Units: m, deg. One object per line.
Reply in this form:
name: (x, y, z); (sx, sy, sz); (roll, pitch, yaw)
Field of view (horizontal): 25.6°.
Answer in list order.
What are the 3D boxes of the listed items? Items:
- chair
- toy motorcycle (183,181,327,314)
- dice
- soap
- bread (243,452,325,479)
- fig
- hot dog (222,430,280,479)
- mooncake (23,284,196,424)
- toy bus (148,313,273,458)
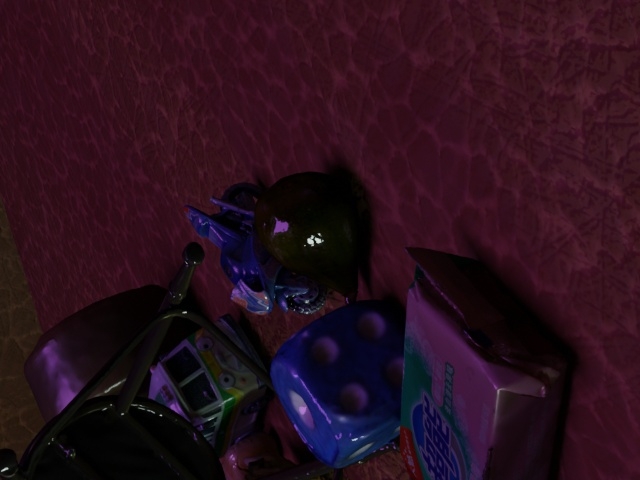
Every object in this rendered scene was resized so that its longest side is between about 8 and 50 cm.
chair: (-0.199, 0.301, 1.755); (0.364, 0.362, 0.410); (43, 150, -5)
toy motorcycle: (-0.081, 0.019, 1.744); (0.205, 0.114, 0.076); (56, 157, 22)
dice: (0.037, 0.162, 1.581); (0.146, 0.146, 0.143); (58, 159, 16)
soap: (0.152, 0.162, 1.387); (0.273, 0.098, 0.218); (91, 154, -42)
bread: (-0.057, 0.496, 2.059); (0.314, 0.191, 0.370); (-8, 84, 64)
fig: (0.000, 0.000, 1.582); (0.117, 0.117, 0.177); (38, 167, 50)
hot dog: (-0.111, 0.377, 2.219); (0.073, 0.084, 0.242); (55, 155, 18)
mooncake: (-0.335, 0.193, 2.273); (0.155, 0.284, 0.284); (58, 157, 15)
toy bus: (-0.176, 0.242, 2.120); (0.134, 0.164, 0.276); (56, 157, 21)
